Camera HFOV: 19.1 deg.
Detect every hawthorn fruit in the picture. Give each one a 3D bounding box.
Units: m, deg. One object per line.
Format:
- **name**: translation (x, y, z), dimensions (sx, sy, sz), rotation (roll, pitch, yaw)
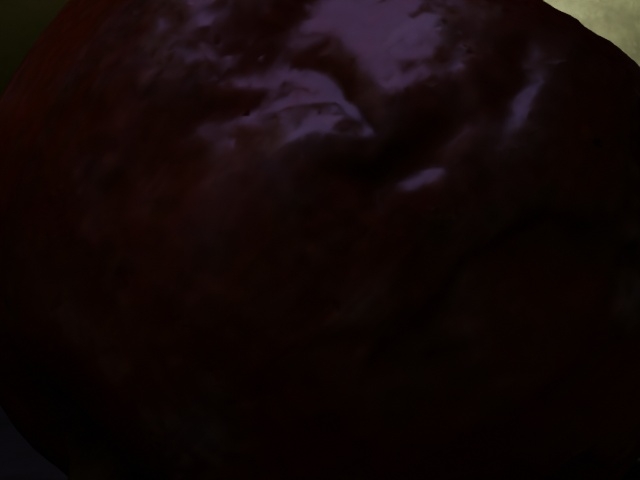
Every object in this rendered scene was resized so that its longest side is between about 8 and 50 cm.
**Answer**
- **hawthorn fruit**: translation (-0.020, 0.024, 0.615), dimensions (0.271, 0.242, 0.242), rotation (-39, 23, -21)

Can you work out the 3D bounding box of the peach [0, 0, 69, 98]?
- **peach**: translation (-0.213, -0.113, 1.232), dimensions (0.281, 0.314, 0.315), rotation (-13, -18, -48)
